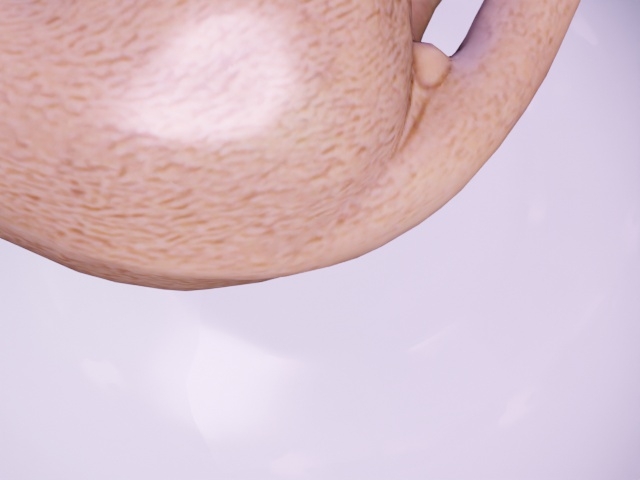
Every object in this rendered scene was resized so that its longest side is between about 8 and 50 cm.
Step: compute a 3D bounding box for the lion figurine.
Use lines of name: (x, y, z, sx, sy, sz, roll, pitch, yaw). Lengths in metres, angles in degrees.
lion figurine: (-0.099, -0.058, 0.353, 0.142, 0.392, 0.240, 74, 21, -64)

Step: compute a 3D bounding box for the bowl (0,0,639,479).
bowl: (0.000, 0.000, 0.557, 0.134, 0.298, 0.298, -81, 176, -67)
